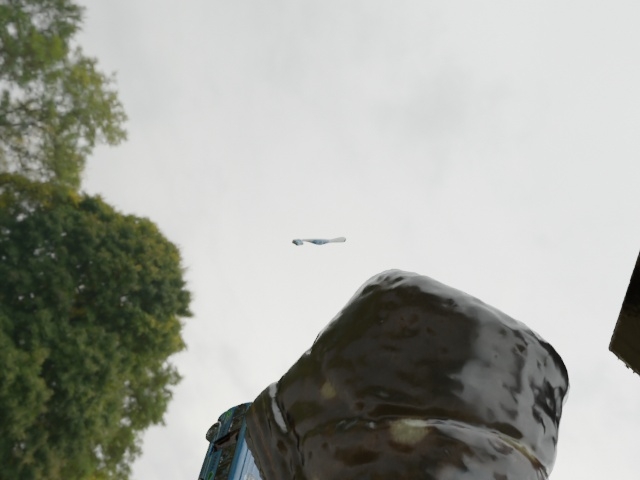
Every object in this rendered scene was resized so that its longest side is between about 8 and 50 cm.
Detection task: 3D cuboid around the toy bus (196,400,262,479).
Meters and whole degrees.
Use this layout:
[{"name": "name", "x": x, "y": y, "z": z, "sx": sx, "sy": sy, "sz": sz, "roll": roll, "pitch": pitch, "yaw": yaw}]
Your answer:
[{"name": "toy bus", "x": -0.139, "y": 0.402, "z": 1.132, "sx": 0.134, "sy": 0.246, "sz": 0.113, "roll": -36, "pitch": -71, "yaw": 24}]

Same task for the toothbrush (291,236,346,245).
[{"name": "toothbrush", "x": 0.000, "y": 0.000, "z": 1.200, "sx": 0.017, "sy": 0.162, "sz": 0.014, "roll": 39, "pitch": -66, "yaw": 27}]

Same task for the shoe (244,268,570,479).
[{"name": "shoe", "x": 0.089, "y": 0.164, "z": 0.464, "sx": 0.171, "sy": 0.237, "sz": 0.384, "roll": 41, "pitch": 1, "yaw": -24}]

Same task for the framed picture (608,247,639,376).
[{"name": "framed picture", "x": 0.411, "y": 0.078, "z": 0.613, "sx": 0.255, "sy": 0.014, "sz": 0.339, "roll": 49, "pitch": -26, "yaw": 44}]
